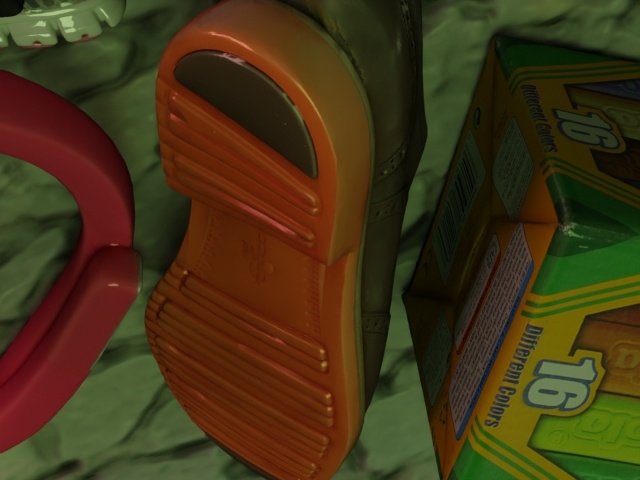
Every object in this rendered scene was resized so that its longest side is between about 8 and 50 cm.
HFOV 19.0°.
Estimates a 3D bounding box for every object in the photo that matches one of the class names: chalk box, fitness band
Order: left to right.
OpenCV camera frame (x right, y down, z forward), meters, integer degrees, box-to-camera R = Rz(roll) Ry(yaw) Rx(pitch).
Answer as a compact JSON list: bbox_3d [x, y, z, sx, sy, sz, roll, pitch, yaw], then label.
[{"bbox_3d":[-0.210,0.020,0.961,0.209,0.054,0.291,18,136,-21],"label":"fitness band"},{"bbox_3d":[0.210,0.036,0.967,0.288,0.179,0.180,10,124,-12],"label":"chalk box"}]

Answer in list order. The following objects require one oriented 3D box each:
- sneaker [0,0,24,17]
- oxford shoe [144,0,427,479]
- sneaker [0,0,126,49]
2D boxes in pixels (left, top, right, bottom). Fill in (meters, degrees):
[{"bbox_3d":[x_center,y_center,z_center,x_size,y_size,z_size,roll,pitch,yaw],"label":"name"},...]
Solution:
[{"bbox_3d":[-0.074,-0.160,0.637,0.106,0.078,0.234,36,119,-27],"label":"sneaker"},{"bbox_3d":[0.000,0.000,0.955,0.130,0.133,0.364,31,145,16],"label":"oxford shoe"},{"bbox_3d":[-0.178,-0.127,0.888,0.170,0.063,0.075,-7,121,-3],"label":"sneaker"}]
